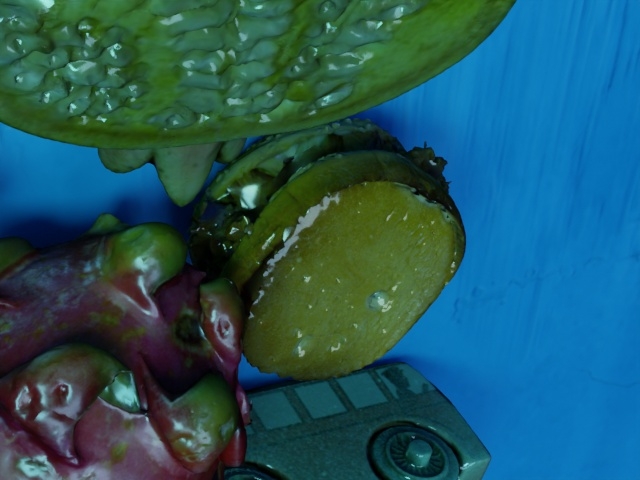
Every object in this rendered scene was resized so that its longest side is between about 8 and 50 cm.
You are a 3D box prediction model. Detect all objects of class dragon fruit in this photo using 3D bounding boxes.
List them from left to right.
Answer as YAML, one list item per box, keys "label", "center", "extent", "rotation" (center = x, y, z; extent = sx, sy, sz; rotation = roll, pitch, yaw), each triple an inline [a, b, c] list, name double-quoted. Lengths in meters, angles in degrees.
- label: "dragon fruit"
  center: [-0.157, 0.139, 0.756]
  extent: [0.243, 0.227, 0.307]
  rotation: [-7, 87, -16]

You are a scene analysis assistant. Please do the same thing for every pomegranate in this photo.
- label: "pomegranate"
  center: [-0.060, -0.172, 0.615]
  extent: [0.309, 0.216, 0.358]
  rotation: [-13, 162, -24]

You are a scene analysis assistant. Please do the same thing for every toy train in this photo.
- label: "toy train"
  center: [-0.024, 0.197, 0.970]
  extent: [0.326, 0.159, 0.129]
  rotation: [-9, 133, -32]

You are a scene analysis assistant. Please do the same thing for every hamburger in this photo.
- label: "hamburger"
  center: [0.008, -0.002, 0.850]
  extent: [0.191, 0.118, 0.182]
  rotation: [-35, 140, 2]
